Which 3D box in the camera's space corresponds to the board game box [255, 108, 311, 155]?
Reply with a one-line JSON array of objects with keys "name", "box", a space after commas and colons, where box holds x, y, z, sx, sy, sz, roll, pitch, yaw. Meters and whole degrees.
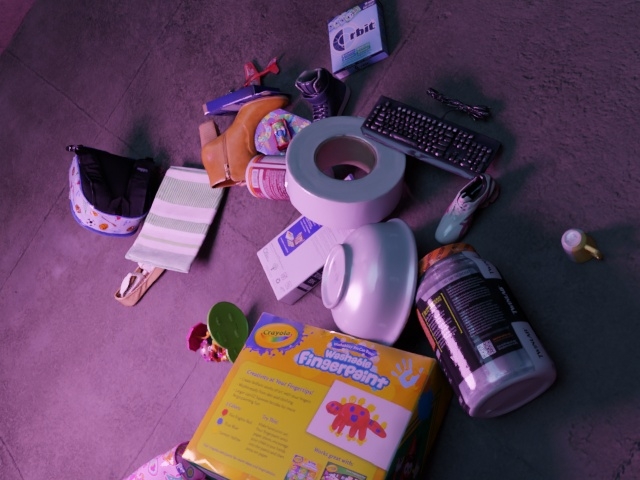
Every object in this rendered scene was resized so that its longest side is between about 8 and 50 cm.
[{"name": "board game box", "box": [-0.102, -0.290, 1.945, 0.168, 0.033, 0.133, 25, 87, 14]}]

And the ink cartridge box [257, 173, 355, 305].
[{"name": "ink cartridge box", "box": [0.000, 0.000, 1.779, 0.332, 0.065, 0.165, -39, 53, 18]}]

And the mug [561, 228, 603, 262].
[{"name": "mug", "box": [0.516, 0.005, 1.408, 0.078, 0.064, 0.062, -6, 67, 33]}]

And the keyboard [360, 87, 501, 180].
[{"name": "keyboard", "box": [0.271, -0.272, 1.655, 0.317, 0.033, 0.201, 27, 70, 22]}]

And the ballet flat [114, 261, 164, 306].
[{"name": "ballet flat", "box": [-0.525, 0.099, 2.104, 0.232, 0.073, 0.080, -54, 50, 5]}]

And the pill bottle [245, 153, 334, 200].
[{"name": "pill bottle", "box": [-0.080, -0.163, 1.865, 0.221, 0.121, 0.121, 9, 77, 37]}]

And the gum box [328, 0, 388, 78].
[{"name": "gum box", "box": [0.101, -0.555, 1.948, 0.157, 0.041, 0.184, -19, 62, 28]}]

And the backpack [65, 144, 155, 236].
[{"name": "backpack", "box": [-0.649, -0.136, 2.173, 0.213, 0.276, 0.263, -59, 36, 36]}]

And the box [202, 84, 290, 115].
[{"name": "box", "box": [-0.211, -0.408, 2.050, 0.225, 0.136, 0.037, -12, 90, 30]}]

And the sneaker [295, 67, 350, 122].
[{"name": "sneaker", "box": [-0.012, -0.341, 1.864, 0.086, 0.163, 0.226, 8, 77, 36]}]

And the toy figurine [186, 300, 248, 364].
[{"name": "toy figurine", "box": [-0.279, 0.265, 1.860, 0.159, 0.130, 0.173, -28, 81, 39]}]

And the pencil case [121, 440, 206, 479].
[{"name": "pencil case", "box": [-0.416, 0.617, 1.786, 0.284, 0.124, 0.124, -34, 55, 18]}]

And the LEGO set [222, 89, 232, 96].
[{"name": "LEGO set", "box": [-0.293, -0.428, 2.187, 0.054, 0.023, 0.083, -11, 65, 32]}]

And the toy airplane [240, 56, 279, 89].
[{"name": "toy airplane", "box": [-0.182, -0.500, 2.135, 0.151, 0.028, 0.151, -19, 55, 30]}]

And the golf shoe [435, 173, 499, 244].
[{"name": "golf shoe", "box": [0.312, -0.073, 1.572, 0.186, 0.086, 0.067, -52, 52, 8]}]

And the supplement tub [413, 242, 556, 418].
[{"name": "supplement tub", "box": [0.308, 0.171, 1.405, 0.193, 0.193, 0.316, -36, 55, 19]}]

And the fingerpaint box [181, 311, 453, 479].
[{"name": "fingerpaint box", "box": [-0.003, 0.385, 1.484, 0.444, 0.163, 0.371, 10, 59, 34]}]

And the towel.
[{"name": "towel", "box": [-0.416, -0.071, 2.079, 0.247, 0.038, 0.325, 9, 66, 31]}]

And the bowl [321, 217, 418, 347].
[{"name": "bowl", "box": [0.087, 0.087, 1.540, 0.298, 0.134, 0.298, -169, 90, -72]}]

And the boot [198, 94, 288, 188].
[{"name": "boot", "box": [-0.201, -0.274, 2.027, 0.295, 0.104, 0.211, -20, 77, 11]}]

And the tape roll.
[{"name": "tape roll", "box": [0.059, -0.166, 1.689, 0.286, 0.100, 0.286, 0, 52, 0]}]
